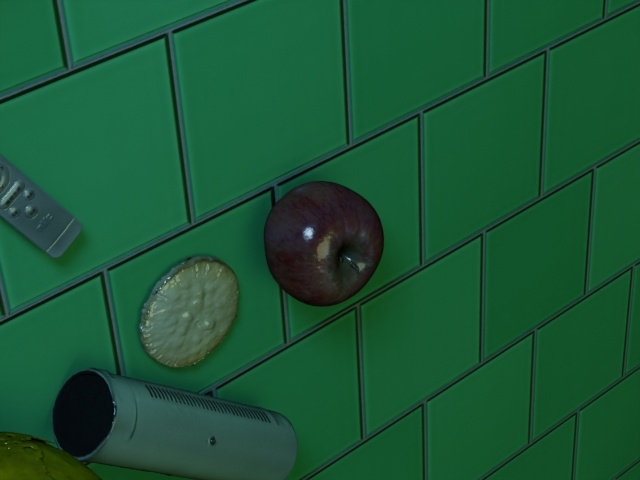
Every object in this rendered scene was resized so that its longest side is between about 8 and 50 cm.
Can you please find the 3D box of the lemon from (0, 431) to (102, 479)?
[{"bbox_3d":[-0.335,0.341,1.452,0.297,0.297,0.297,-25,129,-34],"label":"lemon"}]

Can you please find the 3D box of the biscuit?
[{"bbox_3d":[-0.155,0.087,1.678,0.152,0.020,0.152,-25,130,-34],"label":"biscuit"}]

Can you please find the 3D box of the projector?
[{"bbox_3d":[-0.167,0.233,1.688,0.337,0.108,0.108,21,97,-50],"label":"projector"}]

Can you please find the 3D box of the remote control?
[{"bbox_3d":[-0.317,-0.047,1.427,0.050,0.027,0.184,-53,135,-9],"label":"remote control"}]

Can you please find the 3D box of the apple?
[{"bbox_3d":[0.000,0.000,1.709,0.153,0.120,0.153,-18,121,-34],"label":"apple"}]
